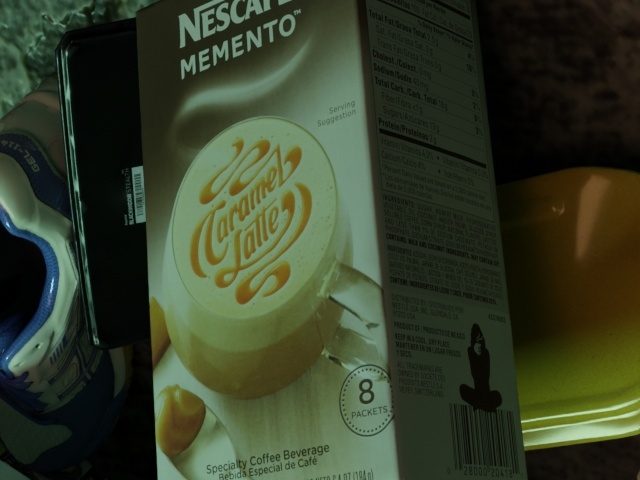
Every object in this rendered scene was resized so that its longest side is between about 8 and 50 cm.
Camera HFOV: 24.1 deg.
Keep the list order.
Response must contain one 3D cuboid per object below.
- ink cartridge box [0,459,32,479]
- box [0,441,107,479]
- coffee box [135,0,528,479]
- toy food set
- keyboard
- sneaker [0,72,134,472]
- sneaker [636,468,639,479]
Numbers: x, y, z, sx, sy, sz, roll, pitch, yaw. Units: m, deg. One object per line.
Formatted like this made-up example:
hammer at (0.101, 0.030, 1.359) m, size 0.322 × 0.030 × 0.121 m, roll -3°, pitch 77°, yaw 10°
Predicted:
ink cartridge box at (-0.185, 0.301, 0.946) m, size 0.279 × 0.160 × 0.384 m, roll -20°, pitch 131°, yaw 40°
box at (-0.260, 0.117, 1.016) m, size 0.232 × 0.087 × 0.058 m, roll 43°, pitch 130°, yaw 3°
coffee box at (0.000, 0.000, 0.675) m, size 0.141 × 0.098 × 0.247 m, roll -17°, pitch 70°, yaw 38°
toy food set at (0.106, 0.035, 0.745) m, size 0.217 × 0.071 × 0.128 m, roll -12°, pitch 88°, yaw 36°
keyboard at (-0.091, -0.035, 0.814) m, size 0.038 × 0.100 × 0.192 m, roll -128°, pitch 32°, yaw -52°
sneaker at (-0.182, 0.043, 0.887) m, size 0.111 × 0.131 × 0.296 m, roll 23°, pitch 130°, yaw 16°
sneaker at (0.197, 0.143, 0.777) m, size 0.083 × 0.032 × 0.037 m, roll 56°, pitch 146°, yaw -3°
